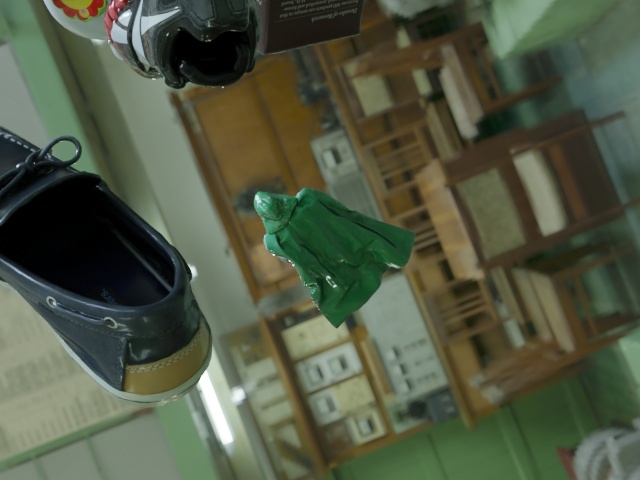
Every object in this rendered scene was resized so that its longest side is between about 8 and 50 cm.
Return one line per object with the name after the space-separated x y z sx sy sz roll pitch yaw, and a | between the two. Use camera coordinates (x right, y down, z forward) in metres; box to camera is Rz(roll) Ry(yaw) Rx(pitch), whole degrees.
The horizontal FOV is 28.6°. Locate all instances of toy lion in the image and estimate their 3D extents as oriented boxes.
-0.234 -0.253 1.155 0.034 0.096 0.100 -53 -24 -49 | toy lion

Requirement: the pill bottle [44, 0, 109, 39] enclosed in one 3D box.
-0.329 -0.434 1.828 0.323 0.181 0.181 -115 4 -52 | pill bottle

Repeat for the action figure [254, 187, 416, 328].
0.000 0.000 1.305 0.063 0.137 0.232 37 180 35 | action figure

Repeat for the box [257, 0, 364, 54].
-0.046 -0.384 1.677 0.168 0.167 0.203 42 138 39 | box

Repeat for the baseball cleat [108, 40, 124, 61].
-0.342 -0.387 2.132 0.109 0.072 0.206 11 -120 -70 | baseball cleat

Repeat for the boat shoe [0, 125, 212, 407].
-0.305 -0.022 1.366 0.500 0.187 0.156 39 146 27 | boat shoe

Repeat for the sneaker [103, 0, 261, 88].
-0.118 -0.178 1.073 0.135 0.097 0.276 68 160 7 | sneaker
